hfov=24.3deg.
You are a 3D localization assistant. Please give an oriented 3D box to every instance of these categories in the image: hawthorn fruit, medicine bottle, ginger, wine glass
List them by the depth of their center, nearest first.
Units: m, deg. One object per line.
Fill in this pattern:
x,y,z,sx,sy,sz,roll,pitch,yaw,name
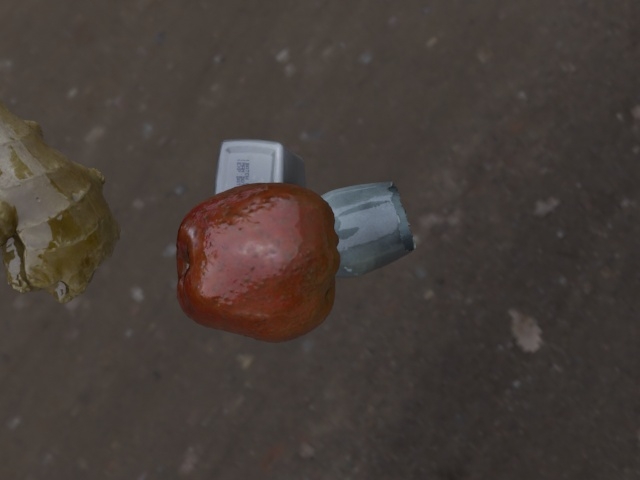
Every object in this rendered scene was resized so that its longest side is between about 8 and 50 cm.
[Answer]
-0.068,0.024,1.581,0.189,0.189,0.189,-22,46,25,hawthorn fruit
-0.069,-0.049,1.860,0.088,0.188,0.132,2,85,11,medicine bottle
0.000,0.000,2.019,0.241,0.126,0.126,-18,46,11,wine glass
-0.454,-0.074,2.084,0.236,0.375,0.166,-51,-1,-17,ginger
